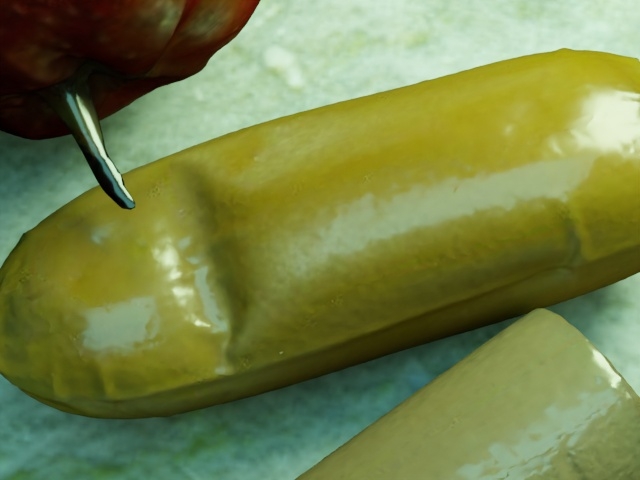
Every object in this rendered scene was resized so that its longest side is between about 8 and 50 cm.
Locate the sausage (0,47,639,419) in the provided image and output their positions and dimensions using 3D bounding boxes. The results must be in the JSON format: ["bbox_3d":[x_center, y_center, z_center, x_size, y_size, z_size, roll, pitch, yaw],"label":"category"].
[{"bbox_3d":[0.000,0.001,0.866,0.353,0.116,0.134,-15,77,4],"label":"sausage"}]

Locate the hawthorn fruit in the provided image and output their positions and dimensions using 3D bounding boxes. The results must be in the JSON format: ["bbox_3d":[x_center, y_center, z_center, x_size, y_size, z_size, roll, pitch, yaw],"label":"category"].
[{"bbox_3d":[-0.125,-0.154,0.875,0.254,0.254,0.300,-19,76,-2],"label":"hawthorn fruit"}]

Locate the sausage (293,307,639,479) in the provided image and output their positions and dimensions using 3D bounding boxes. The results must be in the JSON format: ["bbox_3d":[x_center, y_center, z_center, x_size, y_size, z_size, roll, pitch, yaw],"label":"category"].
[{"bbox_3d":[0.036,0.150,0.801,0.253,0.123,0.123,-34,70,-8],"label":"sausage"}]
